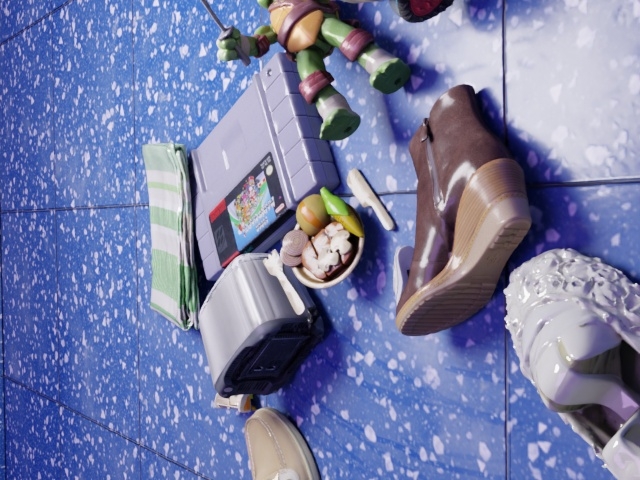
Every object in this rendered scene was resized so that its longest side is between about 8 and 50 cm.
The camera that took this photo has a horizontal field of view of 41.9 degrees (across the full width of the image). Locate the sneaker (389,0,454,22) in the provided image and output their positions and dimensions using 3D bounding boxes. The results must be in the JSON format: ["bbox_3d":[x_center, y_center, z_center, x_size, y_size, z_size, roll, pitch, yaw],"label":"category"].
[{"bbox_3d":[0.119,-0.378,0.970,0.125,0.104,0.261,12,94,64],"label":"sneaker"}]

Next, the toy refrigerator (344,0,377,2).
[{"bbox_3d":[0.042,-0.405,0.907,0.102,0.094,0.269,-147,68,-65],"label":"toy refrigerator"}]

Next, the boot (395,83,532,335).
[{"bbox_3d":[0.142,-0.029,0.969,0.248,0.090,0.207,-56,37,40],"label":"boot"}]

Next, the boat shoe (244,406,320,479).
[{"bbox_3d":[-0.059,0.387,1.224,0.109,0.098,0.302,-49,54,43],"label":"boat shoe"}]

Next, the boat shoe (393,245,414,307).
[{"bbox_3d":[0.107,0.056,1.044,0.035,0.035,0.100,167,96,-81],"label":"boat shoe"}]

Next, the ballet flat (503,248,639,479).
[{"bbox_3d":[0.276,0.147,0.729,0.409,0.147,0.147,53,131,40],"label":"ballet flat"}]

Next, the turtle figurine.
[{"bbox_3d":[-0.029,-0.274,1.047,0.266,0.198,0.274,53,163,21],"label":"turtle figurine"}]

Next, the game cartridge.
[{"bbox_3d":[-0.111,-0.100,1.312,0.355,0.068,0.230,-39,57,48],"label":"game cartridge"}]

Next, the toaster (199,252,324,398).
[{"bbox_3d":[-0.091,0.119,1.234,0.227,0.129,0.146,-55,47,37],"label":"toaster"}]

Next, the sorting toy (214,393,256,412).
[{"bbox_3d":[-0.134,0.241,1.373,0.083,0.045,0.075,-7,79,54],"label":"sorting toy"}]

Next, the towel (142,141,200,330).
[{"bbox_3d":[-0.279,-0.014,1.517,0.248,0.038,0.324,-168,74,-64],"label":"towel"}]

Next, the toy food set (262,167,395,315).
[{"bbox_3d":[0.000,0.000,1.118,0.192,0.038,0.132,-46,54,16],"label":"toy food set"}]
